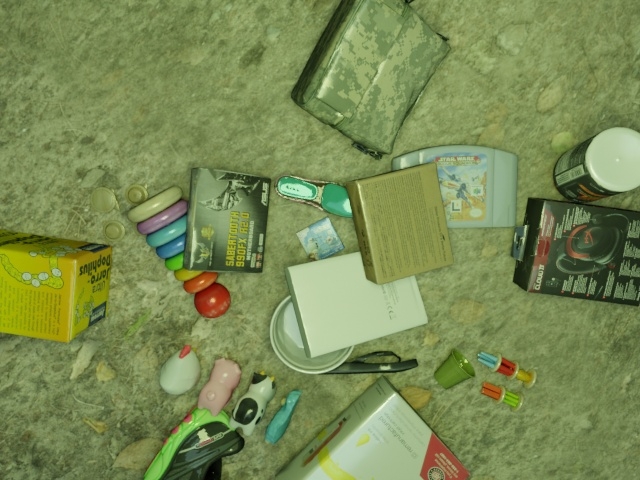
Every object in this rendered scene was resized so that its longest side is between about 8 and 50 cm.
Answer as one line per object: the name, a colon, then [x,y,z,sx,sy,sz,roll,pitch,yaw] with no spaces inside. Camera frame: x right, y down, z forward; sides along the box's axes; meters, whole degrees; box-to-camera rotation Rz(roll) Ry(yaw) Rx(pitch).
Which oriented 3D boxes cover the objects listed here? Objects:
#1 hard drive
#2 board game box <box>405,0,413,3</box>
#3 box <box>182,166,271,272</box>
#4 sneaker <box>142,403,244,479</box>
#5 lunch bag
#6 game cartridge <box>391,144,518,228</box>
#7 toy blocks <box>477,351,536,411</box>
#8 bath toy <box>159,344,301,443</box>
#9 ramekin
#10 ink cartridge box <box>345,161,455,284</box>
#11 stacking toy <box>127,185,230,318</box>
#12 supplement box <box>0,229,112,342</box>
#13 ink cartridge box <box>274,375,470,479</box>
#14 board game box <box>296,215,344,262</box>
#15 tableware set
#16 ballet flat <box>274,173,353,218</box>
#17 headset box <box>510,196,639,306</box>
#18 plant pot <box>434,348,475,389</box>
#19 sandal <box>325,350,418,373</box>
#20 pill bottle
hard drive: [0.087,0.131,1.196,0.307,0.040,0.203,-11,80,-23]
board game box: [0.251,-0.637,1.169,0.186,0.026,0.126,-27,97,5]
box: [-0.215,-0.043,1.204,0.182,0.056,0.231,5,92,-34]
sneaker: [-0.362,0.645,1.306,0.202,0.185,0.483,34,100,5]
lunch bag: [0.113,-0.358,1.126,0.255,0.213,0.305,26,102,-19]
game cartridge: [0.318,-0.128,1.235,0.296,0.062,0.198,-2,103,2]
toy blocks: [0.448,0.349,1.304,0.148,0.054,0.123,25,98,-2]
bath toy: [-0.227,0.358,1.286,0.347,0.151,0.129,23,112,6]
ramekin: [-0.018,0.208,1.262,0.206,0.109,0.208,0,94,-1]
ink cartridge box: [0.178,-0.040,1.160,0.193,0.088,0.235,-14,97,-14]
stacking toy: [-0.316,0.040,1.247,0.141,0.141,0.331,-28,105,6]
supplement box: [-0.712,0.094,1.229,0.355,0.194,0.196,8,99,0]
ink cartridge box: [0.117,0.574,1.258,0.384,0.160,0.279,-43,94,-3]
board game box: [0.000,0.000,1.280,0.090,0.020,0.090,-28,96,6]
tableware set: [-0.485,-0.069,1.284,0.168,0.020,0.141,-8,99,1]
ballet flat: [-0.001,-0.107,1.234,0.221,0.079,0.077,14,93,0]
headset box: [0.600,0.021,1.219,0.292,0.110,0.218,7,99,1]
plant pot: [0.330,0.330,1.298,0.083,0.083,0.079,43,109,-5]
sandal: [0.117,0.302,1.293,0.254,0.097,0.055,-2,72,1]
pill bottle: [0.590,-0.152,1.120,0.130,0.245,0.131,0,87,5]
